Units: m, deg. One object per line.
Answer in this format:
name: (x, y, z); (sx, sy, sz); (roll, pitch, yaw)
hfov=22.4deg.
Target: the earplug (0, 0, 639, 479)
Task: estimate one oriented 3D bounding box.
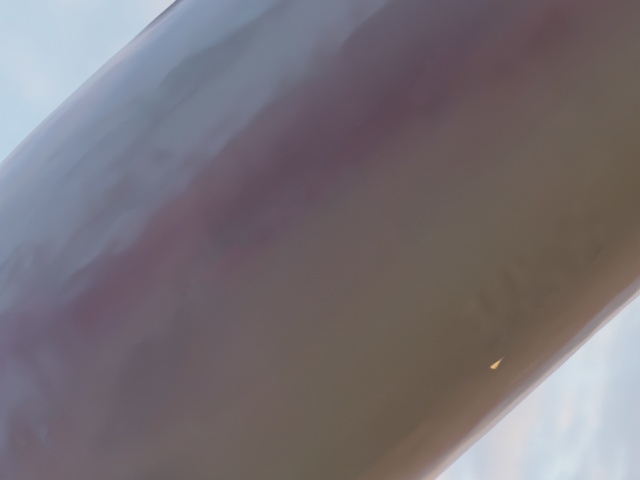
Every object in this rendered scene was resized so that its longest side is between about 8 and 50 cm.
earplug: (0.000, 0.000, 0.417); (0.301, 0.172, 0.172); (-43, -39, -15)
